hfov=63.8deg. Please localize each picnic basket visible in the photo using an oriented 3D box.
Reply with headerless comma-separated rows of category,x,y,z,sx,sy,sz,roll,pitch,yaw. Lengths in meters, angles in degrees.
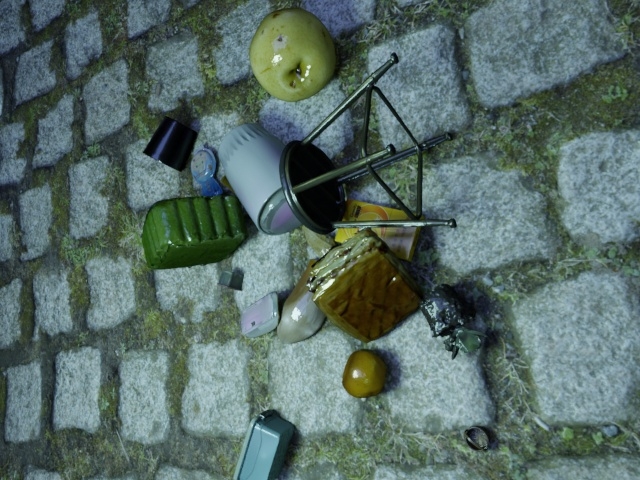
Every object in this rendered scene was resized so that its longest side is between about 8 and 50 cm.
picnic basket,0.425,0.545,1.405,0.072,0.083,0.072,-5,80,27

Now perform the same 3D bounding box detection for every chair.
chair,0.125,-0.216,1.500,0.410,0.364,0.362,-18,49,33

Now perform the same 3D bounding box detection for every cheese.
cheese,-0.458,-0.266,2.041,0.135,0.052,0.245,-30,68,29

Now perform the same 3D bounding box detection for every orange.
orange,0.134,0.405,1.558,0.134,0.156,0.157,31,98,8

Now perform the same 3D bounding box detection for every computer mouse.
computer mouse,-0.203,0.260,1.791,0.245,0.056,0.126,-35,53,45

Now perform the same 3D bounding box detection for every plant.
plant,0.373,0.227,1.456,0.142,0.131,0.203,-44,77,14

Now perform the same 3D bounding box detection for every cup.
cup,-0.633,-0.410,2.104,0.239,0.166,0.177,28,92,28
cup,-0.185,-0.217,1.769,0.253,0.253,0.372,-46,61,15

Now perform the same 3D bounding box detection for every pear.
pear,-0.100,-0.641,1.772,0.309,0.309,0.310,-5,80,28

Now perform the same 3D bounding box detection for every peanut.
peanut,0.000,0.000,1.736,0.080,0.080,0.174,-46,61,15

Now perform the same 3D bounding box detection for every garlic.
garlic,-0.047,0.210,1.723,0.143,0.112,0.318,23,83,33

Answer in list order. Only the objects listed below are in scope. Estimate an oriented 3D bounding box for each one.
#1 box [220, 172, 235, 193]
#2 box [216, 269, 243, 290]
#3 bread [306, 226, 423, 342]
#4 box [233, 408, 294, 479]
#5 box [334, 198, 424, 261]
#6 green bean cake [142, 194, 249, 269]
box,-0.314,-0.222,1.974,0.156,0.022,0.089,41,105,28
box,-0.329,0.147,1.891,0.060,0.084,0.063,12,83,31
bread,0.129,0.130,1.542,0.277,0.324,0.167,-40,31,11
box,-0.186,0.684,1.687,0.129,0.162,0.227,16,91,19
box,0.185,-0.037,1.654,0.269,0.043,0.153,15,86,29
green bean cake,-0.446,-0.040,1.817,0.319,0.334,0.218,-34,69,51
